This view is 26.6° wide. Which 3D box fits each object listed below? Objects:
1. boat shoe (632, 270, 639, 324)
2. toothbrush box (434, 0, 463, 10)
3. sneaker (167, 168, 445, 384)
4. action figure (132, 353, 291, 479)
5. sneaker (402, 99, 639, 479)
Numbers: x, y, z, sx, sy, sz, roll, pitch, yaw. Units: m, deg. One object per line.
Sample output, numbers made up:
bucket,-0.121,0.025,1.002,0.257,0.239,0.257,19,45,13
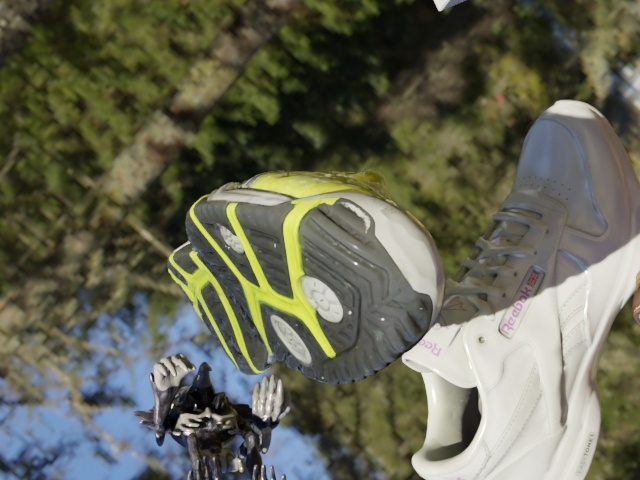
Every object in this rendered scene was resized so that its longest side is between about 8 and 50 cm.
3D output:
boat shoe,0.278,0.048,0.824,0.073,0.073,0.207,29,157,-37
toothbrush box,0.214,-0.353,1.326,0.295,0.216,0.126,134,112,-82
sneaker,0.000,0.000,0.899,0.145,0.147,0.385,56,165,-8
action figure,-0.113,0.201,1.514,0.164,0.141,0.275,6,-160,-20
sneaker,0.145,0.043,0.976,0.152,0.305,0.114,11,177,-30
